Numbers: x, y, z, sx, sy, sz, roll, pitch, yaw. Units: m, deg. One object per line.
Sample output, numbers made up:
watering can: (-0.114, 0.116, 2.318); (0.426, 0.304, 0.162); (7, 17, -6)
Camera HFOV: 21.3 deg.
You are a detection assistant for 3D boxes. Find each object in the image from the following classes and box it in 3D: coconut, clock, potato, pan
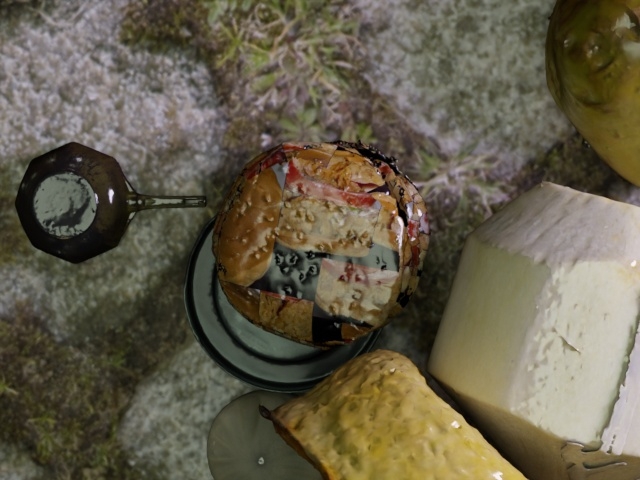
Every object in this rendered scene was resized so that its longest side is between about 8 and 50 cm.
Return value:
coconut: (0.262, 0.106, 1.691); (0.322, 0.323, 0.323); (1, 94, 7)
clock: (-0.035, 0.052, 1.848); (0.226, 0.049, 0.226); (0, 94, 6)
potato: (0.363, -0.170, 1.712); (0.299, 0.196, 0.246); (39, 99, 1)
pan: (-0.242, -0.055, 1.863); (0.202, 0.048, 0.128); (-24, 90, 8)

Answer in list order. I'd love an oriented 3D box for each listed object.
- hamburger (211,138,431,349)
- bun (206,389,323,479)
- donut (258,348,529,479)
hamburger: (0.000, 0.000, 1.766); (0.231, 0.107, 0.231); (2, 97, 13)
bun: (-0.058, 0.232, 1.841); (0.138, 0.094, 0.138); (0, 95, 3)
donut: (0.131, 0.269, 1.650); (0.163, 0.435, 0.378); (-41, 122, -2)
